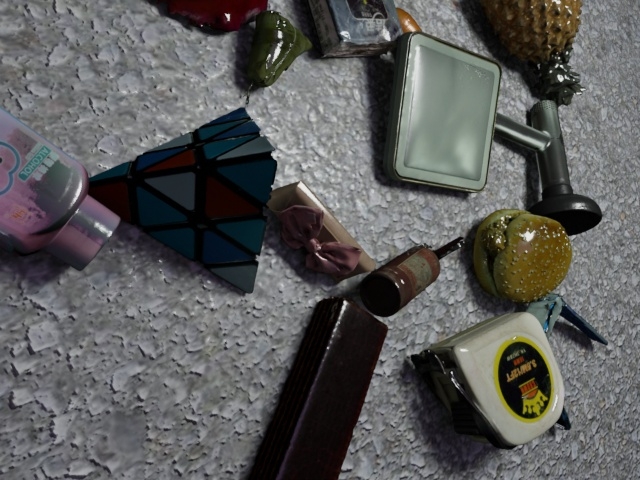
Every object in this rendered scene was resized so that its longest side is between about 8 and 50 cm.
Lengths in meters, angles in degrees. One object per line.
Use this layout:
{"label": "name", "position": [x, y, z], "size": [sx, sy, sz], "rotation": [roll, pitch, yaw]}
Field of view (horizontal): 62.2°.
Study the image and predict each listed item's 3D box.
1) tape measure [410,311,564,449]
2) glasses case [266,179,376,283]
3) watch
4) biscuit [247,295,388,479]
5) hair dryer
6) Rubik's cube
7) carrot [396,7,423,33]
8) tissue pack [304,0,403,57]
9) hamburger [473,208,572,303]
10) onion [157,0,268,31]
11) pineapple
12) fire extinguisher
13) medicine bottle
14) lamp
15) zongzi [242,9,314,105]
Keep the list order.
{"label": "tape measure", "position": [0.309, 0.273, 0.973], "size": [0.271, 0.133, 0.231], "rotation": [-14, 82, -35]}
{"label": "glasses case", "position": [0.000, 0.000, 0.813], "size": [0.193, 0.102, 0.070], "rotation": [47, 65, -20]}
{"label": "watch", "position": [0.539, 0.219, 1.162], "size": [0.276, 0.068, 0.274], "rotation": [-47, 115, -32]}
{"label": "biscuit", "position": [-0.011, 0.274, 0.775], "size": [0.107, 0.073, 0.388], "rotation": [35, 64, -25]}
{"label": "hair dryer", "position": [0.447, -0.170, 1.188], "size": [0.284, 0.155, 0.320], "rotation": [-2, 69, -16]}
{"label": "Rubik's cube", "position": [-0.160, -0.013, 0.720], "size": [0.250, 0.284, 0.234], "rotation": [-21, 118, -11]}
{"label": "carrot", "position": [0.204, -0.340, 1.045], "size": [0.271, 0.062, 0.066], "rotation": [54, 24, -20]}
{"label": "tissue pack", "position": [0.045, -0.448, 0.936], "size": [0.173, 0.073, 0.235], "rotation": [-18, 92, -38]}
{"label": "hamburger", "position": [0.405, 0.032, 1.072], "size": [0.215, 0.122, 0.189], "rotation": [6, 95, -33]}
{"label": "onion", "position": [-0.141, -0.471, 0.769], "size": [0.314, 0.146, 0.280], "rotation": [-48, 114, -35]}
{"label": "pineapple", "position": [0.506, -0.463, 1.208], "size": [0.202, 0.202, 0.362], "rotation": [-52, 122, -30]}
{"label": "fire extinguisher", "position": [0.173, 0.053, 0.906], "size": [0.252, 0.106, 0.075], "rotation": [-23, 103, -52]}
{"label": "medicine bottle", "position": [-0.327, -0.048, 0.590], "size": [0.188, 0.094, 0.119], "rotation": [39, 61, -24]}
{"label": "lamp", "position": [0.238, -0.235, 1.016], "size": [0.267, 0.047, 0.269], "rotation": [4, 94, -37]}
{"label": "zongzi", "position": [-0.061, -0.273, 0.854], "size": [0.130, 0.062, 0.154], "rotation": [16, 82, -55]}
